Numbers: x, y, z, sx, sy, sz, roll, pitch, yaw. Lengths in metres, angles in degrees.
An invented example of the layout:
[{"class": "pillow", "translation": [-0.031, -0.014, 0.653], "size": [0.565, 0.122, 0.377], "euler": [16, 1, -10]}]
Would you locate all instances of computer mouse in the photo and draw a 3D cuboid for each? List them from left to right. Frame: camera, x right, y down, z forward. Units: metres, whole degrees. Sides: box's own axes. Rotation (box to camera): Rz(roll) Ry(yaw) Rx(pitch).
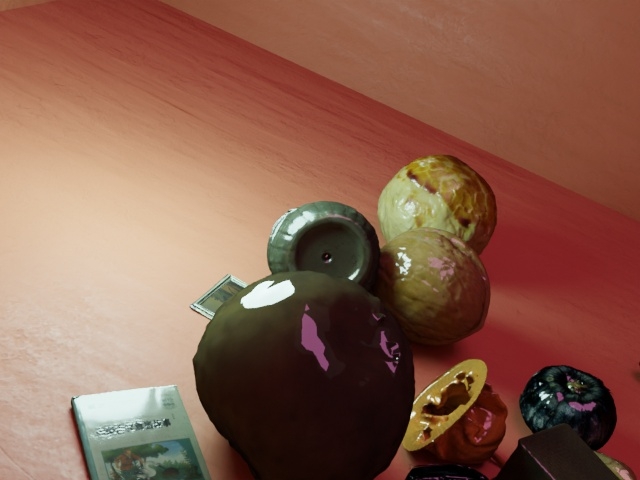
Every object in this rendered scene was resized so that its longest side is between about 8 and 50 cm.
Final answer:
[{"class": "computer mouse", "translation": [0.280, 0.510, 1.532], "size": [0.242, 0.077, 0.146], "euler": [13, 28, -17]}]

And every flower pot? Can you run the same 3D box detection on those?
[{"class": "flower pot", "translation": [0.003, 0.053, 1.912], "size": [0.302, 0.301, 0.213], "euler": [17, 1, -10]}]

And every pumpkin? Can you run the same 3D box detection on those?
[{"class": "pumpkin", "translation": [0.600, 0.406, 1.843], "size": [0.233, 0.162, 0.233], "euler": [8, 27, -4]}]

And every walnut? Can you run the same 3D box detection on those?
[{"class": "walnut", "translation": [0.287, 0.125, 1.985], "size": [0.333, 0.332, 0.332], "euler": [17, 29, -10]}]

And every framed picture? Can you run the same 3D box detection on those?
[{"class": "framed picture", "translation": [-0.164, 0.176, 1.850], "size": [0.252, 0.014, 0.197], "euler": [28, 29, 10]}]

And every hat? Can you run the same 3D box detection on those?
[{"class": "hat", "translation": [0.336, 0.432, 1.668], "size": [0.233, 0.233, 0.244], "euler": [46, 38, -13]}]

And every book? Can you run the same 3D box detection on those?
[{"class": "book", "translation": [-0.321, 0.381, 1.379], "size": [0.215, 0.025, 0.282], "euler": [0, 37, -33]}]

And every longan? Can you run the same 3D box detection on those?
[{"class": "longan", "translation": [-0.017, 0.256, 1.439], "size": [0.404, 0.403, 0.436], "euler": [-9, 38, -44]}]

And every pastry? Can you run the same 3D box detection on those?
[{"class": "pastry", "translation": [0.377, -0.101, 2.396], "size": [0.389, 0.312, 0.388], "euler": [14, 33, -9]}]

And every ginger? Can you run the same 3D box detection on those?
[{"class": "ginger", "translation": [0.628, 0.533, 1.739], "size": [0.193, 0.115, 0.123], "euler": [28, 7, 25]}]

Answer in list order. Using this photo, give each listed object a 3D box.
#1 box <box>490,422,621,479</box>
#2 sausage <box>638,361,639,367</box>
[{"class": "box", "translation": [0.524, 0.538, 1.589], "size": [0.184, 0.143, 0.273], "euler": [-5, 40, -40]}, {"class": "sausage", "translation": [1.095, 0.398, 2.284], "size": [0.349, 0.093, 0.097], "euler": [6, 19, -24]}]
